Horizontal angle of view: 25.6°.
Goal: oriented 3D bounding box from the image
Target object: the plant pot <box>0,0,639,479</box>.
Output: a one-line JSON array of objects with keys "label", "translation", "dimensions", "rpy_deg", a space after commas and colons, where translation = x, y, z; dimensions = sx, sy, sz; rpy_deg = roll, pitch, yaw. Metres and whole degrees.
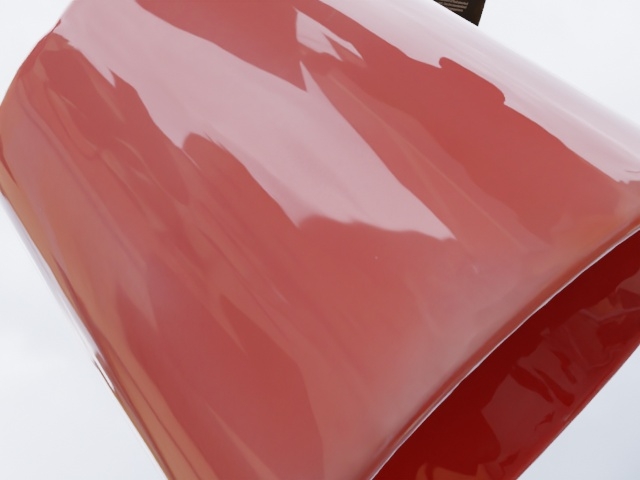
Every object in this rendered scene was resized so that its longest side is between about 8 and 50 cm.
[{"label": "plant pot", "translation": [0.000, 0.000, 0.631], "dimensions": [0.275, 0.243, 0.275], "rpy_deg": [-39, -22, -19]}]

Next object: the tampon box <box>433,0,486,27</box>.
[{"label": "tampon box", "translation": [0.056, -0.177, 1.212], "dimensions": [0.101, 0.120, 0.161], "rpy_deg": [4, -69, -32]}]
